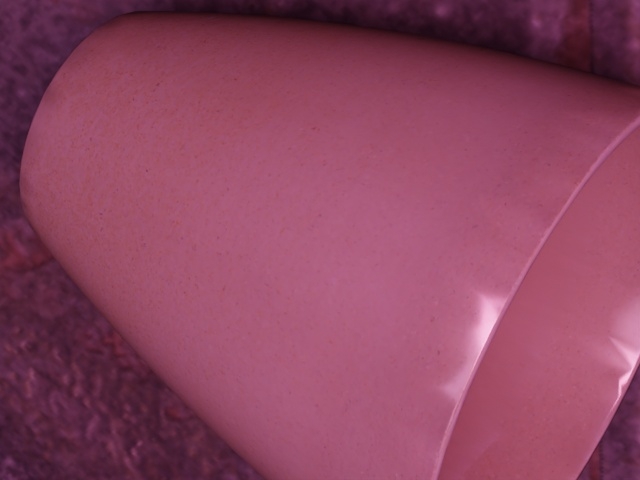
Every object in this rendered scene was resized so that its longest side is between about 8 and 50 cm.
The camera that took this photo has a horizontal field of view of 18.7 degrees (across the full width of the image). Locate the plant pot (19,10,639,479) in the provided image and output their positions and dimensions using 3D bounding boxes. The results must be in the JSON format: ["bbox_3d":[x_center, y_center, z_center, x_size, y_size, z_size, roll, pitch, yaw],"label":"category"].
[{"bbox_3d":[0.000,0.000,0.925,0.274,0.256,0.256,26,122,22],"label":"plant pot"}]
